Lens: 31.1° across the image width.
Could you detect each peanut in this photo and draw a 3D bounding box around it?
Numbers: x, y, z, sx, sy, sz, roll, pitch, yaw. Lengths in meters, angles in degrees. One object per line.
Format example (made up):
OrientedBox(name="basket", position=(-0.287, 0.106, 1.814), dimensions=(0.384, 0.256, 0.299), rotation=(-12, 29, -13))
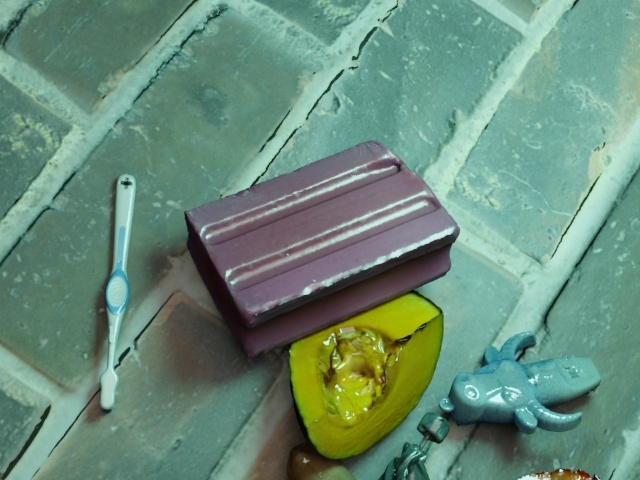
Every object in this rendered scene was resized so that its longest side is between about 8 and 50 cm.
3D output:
OrientedBox(name="peanut", position=(0.010, 0.357, 1.686), dimensions=(0.152, 0.076, 0.076), rotation=(47, 69, -14))

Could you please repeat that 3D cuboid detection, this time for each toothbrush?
OrientedBox(name="toothbrush", position=(-0.311, 0.071, 1.757), dimensions=(0.040, 0.040, 0.386), rotation=(4, 69, -8))

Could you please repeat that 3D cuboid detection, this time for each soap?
OrientedBox(name="soap", position=(0.000, 0.000, 1.755), dimensions=(0.359, 0.128, 0.233), rotation=(-22, 56, -16))

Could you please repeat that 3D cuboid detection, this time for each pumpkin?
OrientedBox(name="pumpkin", position=(0.042, 0.208, 1.735), dimensions=(0.169, 0.148, 0.312), rotation=(20, 43, 40))

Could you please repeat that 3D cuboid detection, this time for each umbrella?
OrientedBox(name="umbrella", position=(0.091, 0.401, 1.640), dimensions=(0.094, 0.143, 0.349), rotation=(37, 70, -2))

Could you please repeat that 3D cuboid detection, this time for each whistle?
OrientedBox(name="whistle", position=(0.307, 0.228, 1.772), dimensions=(0.269, 0.093, 0.180), rotation=(-13, 48, -15))

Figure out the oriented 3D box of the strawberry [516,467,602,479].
OrientedBox(name="strawberry", position=(0.368, 0.418, 1.721), dimensions=(0.187, 0.082, 0.146), rotation=(31, 63, 9))
